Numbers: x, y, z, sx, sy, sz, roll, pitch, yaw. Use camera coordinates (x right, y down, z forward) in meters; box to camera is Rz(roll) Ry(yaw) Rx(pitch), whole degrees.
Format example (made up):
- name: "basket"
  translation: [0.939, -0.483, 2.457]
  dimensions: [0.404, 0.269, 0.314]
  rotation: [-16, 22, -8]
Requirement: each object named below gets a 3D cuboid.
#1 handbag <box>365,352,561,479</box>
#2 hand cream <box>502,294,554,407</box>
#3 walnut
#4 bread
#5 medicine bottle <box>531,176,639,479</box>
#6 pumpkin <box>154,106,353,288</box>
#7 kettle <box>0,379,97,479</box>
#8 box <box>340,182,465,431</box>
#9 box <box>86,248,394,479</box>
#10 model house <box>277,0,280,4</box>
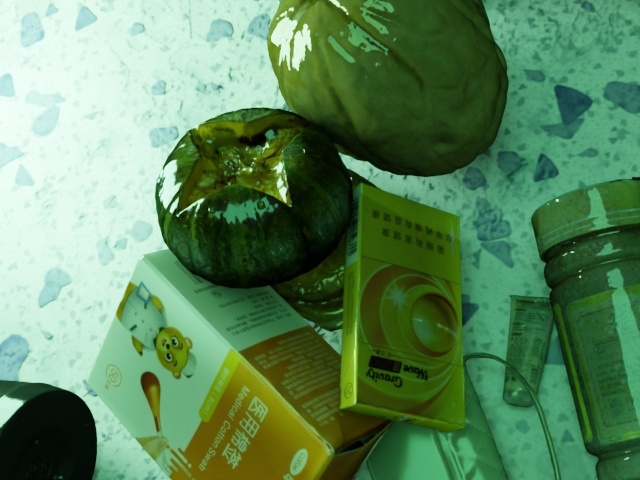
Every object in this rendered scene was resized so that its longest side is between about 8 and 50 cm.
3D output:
- name: "handbag"
  translation: [0.169, 0.263, 1.082]
  dimensions: [0.219, 0.079, 0.256]
  rotation: [-24, 68, 14]
- name: "hand cream"
  translation: [0.252, 0.135, 1.133]
  dimensions: [0.061, 0.039, 0.143]
  rotation: [4, 66, 27]
- name: "walnut"
  translation: [0.088, -0.218, 1.142]
  dimensions: [0.277, 0.313, 0.252]
  rotation: [11, 72, 42]
- name: "bread"
  translation: [0.002, -0.002, 1.195]
  dimensions: [0.236, 0.120, 0.198]
  rotation: [35, 80, 21]
- name: "medicine bottle"
  translation: [0.348, 0.105, 1.046]
  dimensions: [0.151, 0.151, 0.322]
  rotation: [-13, 71, 12]
- name: "pumpkin"
  translation: [-0.078, -0.046, 1.076]
  dimensions: [0.238, 0.159, 0.238]
  rotation: [-10, 45, 10]
- name: "kettle"
  translation: [-0.458, 0.289, 1.223]
  dimensions: [0.271, 0.250, 0.207]
  rotation: [7, 46, 25]
- name: "box"
  translation: [0.097, 0.076, 1.070]
  dimensions: [0.152, 0.043, 0.269]
  rotation: [17, 62, -25]
- name: "box"
  translation: [-0.101, 0.190, 1.107]
  dimensions: [0.341, 0.143, 0.225]
  rotation: [43, 122, 24]
- name: "model house"
  translation: [0.078, -0.452, 1.254]
  dimensions: [0.358, 0.242, 0.312]
  rotation: [-14, 73, 9]
